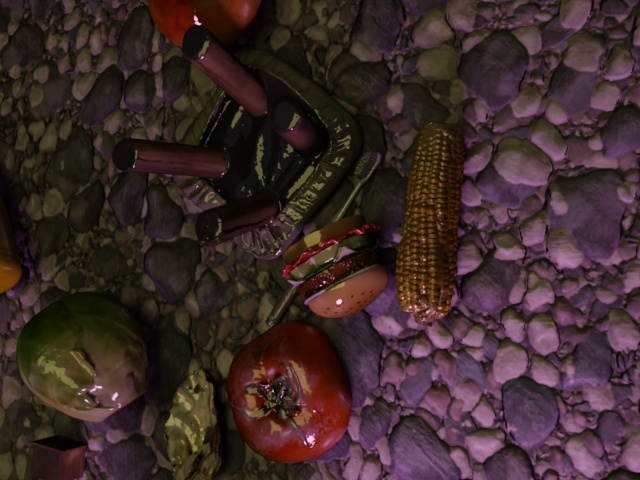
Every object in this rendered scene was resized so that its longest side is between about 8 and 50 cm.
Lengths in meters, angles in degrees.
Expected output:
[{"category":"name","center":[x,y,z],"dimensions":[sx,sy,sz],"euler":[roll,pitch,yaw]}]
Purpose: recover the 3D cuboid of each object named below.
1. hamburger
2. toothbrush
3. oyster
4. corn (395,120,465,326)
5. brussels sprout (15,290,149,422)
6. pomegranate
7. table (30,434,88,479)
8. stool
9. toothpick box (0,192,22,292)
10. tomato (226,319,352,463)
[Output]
[{"category":"hamburger","center":[0.030,0.050,1.403],"dimensions":[0.175,0.175,0.137],"euler":[-29,78,23]},{"category":"toothbrush","center":[0.000,0.000,1.497],"dimensions":[0.024,0.029,0.354],"euler":[42,106,39]},{"category":"oyster","center":[-0.211,0.334,1.564],"dimensions":[0.133,0.072,0.209],"euler":[-33,50,29]},{"category":"corn","center":[0.172,-0.027,1.374],"dimensions":[0.097,0.097,0.320],"euler":[5,85,29]},{"category":"brussels sprout","center":[-0.425,0.210,1.606],"dimensions":[0.244,0.244,0.244],"euler":[-3,83,29]},{"category":"pomegranate","center":[-0.200,-0.431,1.552],"dimensions":[0.209,0.209,0.209],"euler":[-3,83,29]},{"category":"table","center":[-0.505,0.429,1.711],"dimensions":[0.083,0.070,0.082],"euler":[8,93,28]},{"category":"stool","center":[-0.142,-0.161,1.482],"dimensions":[0.310,0.226,0.310],"euler":[41,103,26]},{"category":"toothpick box","center":[-0.722,-0.029,1.819],"dimensions":[0.175,0.175,0.271],"euler":[-28,69,24]},{"category":"tomato","center":[-0.063,0.250,1.470],"dimensions":[0.236,0.095,0.237],"euler":[-3,83,28]}]
